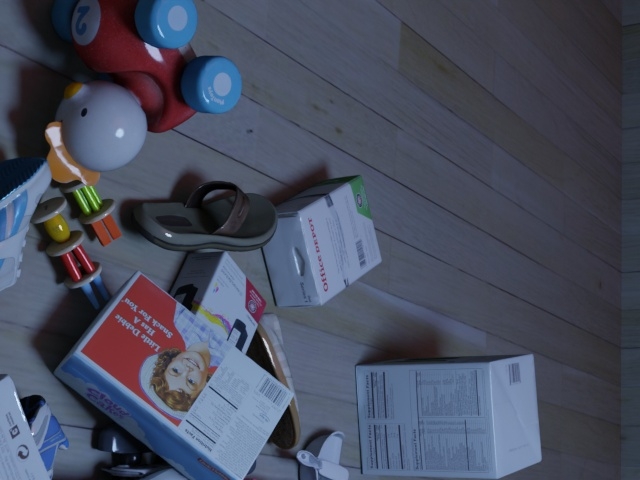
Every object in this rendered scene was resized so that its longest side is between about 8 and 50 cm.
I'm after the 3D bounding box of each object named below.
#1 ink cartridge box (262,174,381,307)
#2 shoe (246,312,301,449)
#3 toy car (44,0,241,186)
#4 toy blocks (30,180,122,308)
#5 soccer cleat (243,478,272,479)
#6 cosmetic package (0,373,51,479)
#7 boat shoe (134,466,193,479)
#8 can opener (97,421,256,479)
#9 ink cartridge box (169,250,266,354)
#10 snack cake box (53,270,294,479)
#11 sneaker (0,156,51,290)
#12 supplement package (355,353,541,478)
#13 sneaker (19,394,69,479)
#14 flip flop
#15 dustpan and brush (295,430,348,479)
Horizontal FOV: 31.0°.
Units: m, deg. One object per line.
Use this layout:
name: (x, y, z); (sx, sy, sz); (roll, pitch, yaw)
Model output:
ink cartridge box: (0.000, 0.000, 1.896); (0.219, 0.092, 0.160); (-31, 111, -54)
shoe: (-0.067, 0.215, 1.778); (0.058, 0.076, 0.219); (-28, 108, -50)
toy car: (-0.265, -0.179, 1.424); (0.238, 0.219, 0.210); (-54, 131, -25)
toy blocks: (-0.295, 0.000, 1.469); (0.123, 0.054, 0.148); (-54, 130, -45)
soccer cleat: (-0.085, 0.396, 1.696); (0.318, 0.108, 0.116); (-8, 96, -54)
cosmetic package: (-0.398, 0.234, 1.154); (0.151, 0.183, 0.151); (-37, 117, -53)
boat shoe: (-0.239, 0.362, 1.404); (0.320, 0.103, 0.118); (-5, 133, -50)
can opener: (-0.187, 0.293, 1.577); (0.280, 0.074, 0.093); (15, 77, -56)
ink cartridge box: (-0.161, 0.123, 1.645); (0.127, 0.072, 0.175); (55, 43, -38)
snack cake box: (-0.183, 0.183, 1.466); (0.264, 0.089, 0.152); (40, 53, -8)
sneaker: (-0.379, -0.004, 1.322); (0.229, 0.087, 0.092); (-61, 142, -32)
supplement package: (0.228, 0.308, 2.052); (0.199, 0.262, 0.198); (1, 84, -58)
sneaker: (-0.352, 0.279, 1.317); (0.081, 0.080, 0.211); (57, 43, -32)
flip flop: (-0.152, -0.044, 1.642); (0.277, 0.112, 0.080); (-3, 125, -53)
dustpan and brush: (-0.001, 0.369, 1.872); (0.211, 0.060, 0.147); (34, 58, -51)
